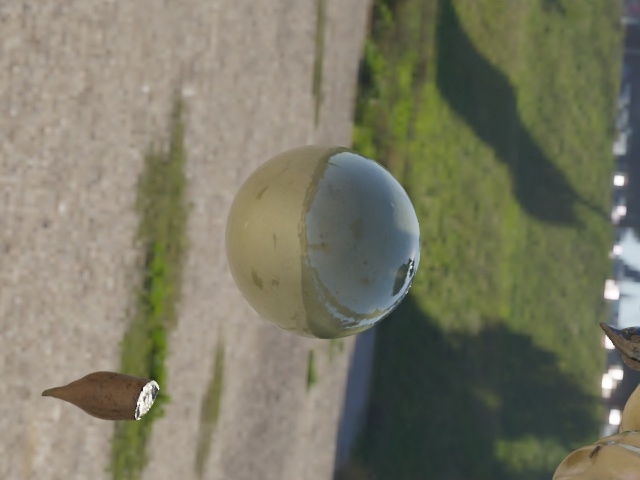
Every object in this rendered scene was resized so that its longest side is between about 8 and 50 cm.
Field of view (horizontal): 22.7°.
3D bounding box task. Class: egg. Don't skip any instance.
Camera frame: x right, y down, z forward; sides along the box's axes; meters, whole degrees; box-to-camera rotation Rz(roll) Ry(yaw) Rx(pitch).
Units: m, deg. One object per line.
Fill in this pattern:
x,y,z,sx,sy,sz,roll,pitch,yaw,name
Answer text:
0.000,0.000,1.542,0.253,0.188,0.189,31,63,-73,egg

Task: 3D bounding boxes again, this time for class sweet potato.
-0.218,0.153,1.558,0.049,0.117,0.049,2,90,-77,sweet potato

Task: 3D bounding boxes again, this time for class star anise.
0.490,0.145,2.156,0.180,0.204,0.061,-45,-161,37,star anise

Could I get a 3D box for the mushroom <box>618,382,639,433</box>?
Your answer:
0.479,0.200,1.935,0.254,0.260,0.234,28,52,-45,mushroom

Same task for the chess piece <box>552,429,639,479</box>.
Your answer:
0.140,0.224,1.088,0.139,0.307,0.124,53,-43,28,chess piece
